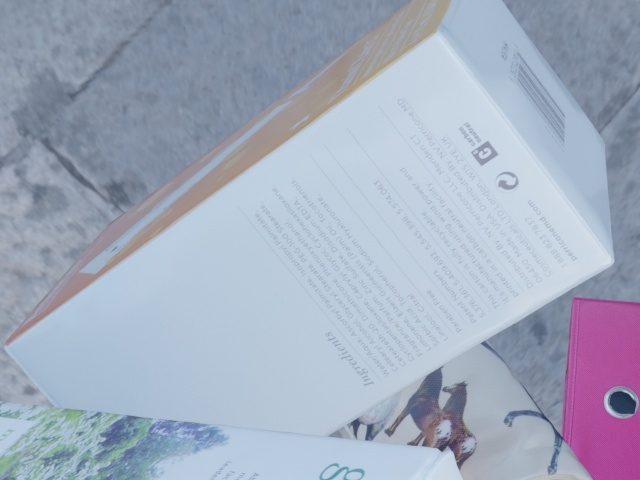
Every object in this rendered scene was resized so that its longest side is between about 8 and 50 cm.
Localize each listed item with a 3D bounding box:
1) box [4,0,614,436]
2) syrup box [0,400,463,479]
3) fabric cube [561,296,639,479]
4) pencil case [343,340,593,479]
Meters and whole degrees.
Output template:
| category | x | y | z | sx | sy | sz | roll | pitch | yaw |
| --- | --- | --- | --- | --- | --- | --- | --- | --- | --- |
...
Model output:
| category | x | y | z | sx | sy | sz | roll | pitch | yaw |
| --- | --- | --- | --- | --- | --- | --- | --- | --- | --- |
| box | 0.000 | 0.000 | 0.840 | 0.345 | 0.215 | 0.168 | -34 | 103 | 21 |
| syrup box | -0.066 | 0.113 | 0.372 | 0.237 | 0.096 | 0.093 | 0 | 32 | 38 |
| fabric cube | 0.406 | 0.233 | 1.457 | 0.258 | 0.259 | 0.254 | 4 | 65 | 11 |
| pencil case | 0.083 | 0.147 | 1.179 | 0.183 | 0.160 | 0.410 | -35 | 47 | -2 |
